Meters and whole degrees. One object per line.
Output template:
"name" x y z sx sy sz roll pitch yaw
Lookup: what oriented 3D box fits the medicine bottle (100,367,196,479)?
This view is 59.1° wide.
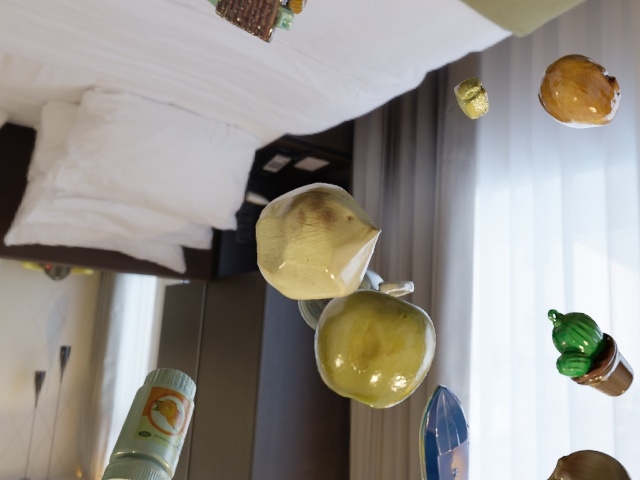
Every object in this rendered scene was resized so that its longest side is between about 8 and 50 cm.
"medicine bottle" -0.415 0.482 1.400 0.158 0.318 0.158 3 129 3

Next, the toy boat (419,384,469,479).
"toy boat" 0.292 0.458 1.339 0.129 0.295 0.088 -20 -152 -21

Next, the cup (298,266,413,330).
"cup" 0.118 0.178 1.809 0.356 0.260 0.274 -13 168 16

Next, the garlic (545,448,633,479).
"garlic" 0.805 0.757 1.683 0.291 0.210 0.237 13 -165 41

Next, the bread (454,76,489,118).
"bread" 0.508 -0.506 1.925 0.103 0.156 0.110 -30 150 18

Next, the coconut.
"coconut" 0.000 0.000 0.996 0.224 0.224 0.224 3 170 1

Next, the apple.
"apple" 0.124 0.250 1.320 0.291 0.254 0.292 21 170 4

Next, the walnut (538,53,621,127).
"walnut" 0.798 -0.443 1.742 0.297 0.203 0.203 31 157 -28

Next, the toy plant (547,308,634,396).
"toy plant" 0.513 0.220 1.103 0.200 0.143 0.105 39 149 1

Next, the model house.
"model house" -0.093 -0.618 1.296 0.230 0.281 0.249 -3 -143 -39
